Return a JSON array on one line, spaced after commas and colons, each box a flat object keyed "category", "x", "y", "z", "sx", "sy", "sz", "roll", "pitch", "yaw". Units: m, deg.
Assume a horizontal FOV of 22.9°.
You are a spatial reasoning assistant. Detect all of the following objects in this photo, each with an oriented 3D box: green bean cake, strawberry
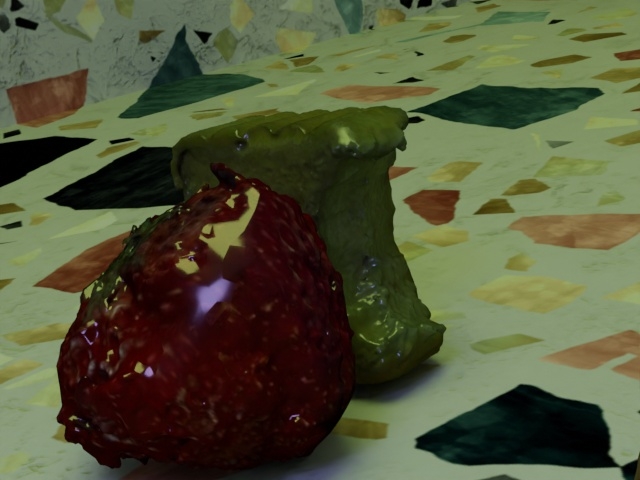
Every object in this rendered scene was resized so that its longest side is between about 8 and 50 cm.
[{"category": "green bean cake", "x": 0.000, "y": 0.000, "z": 1.406, "sx": 0.233, "sy": 0.236, "sz": 0.124, "roll": 2, "pitch": 18, "yaw": 40}, {"category": "strawberry", "x": -0.082, "y": 0.084, "z": 1.261, "sx": 0.274, "sy": 0.220, "sz": 0.274, "roll": -48, "pitch": 9, "yaw": 10}]

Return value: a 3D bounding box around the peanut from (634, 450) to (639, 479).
[{"category": "peanut", "x": 0.237, "y": 0.106, "z": 0.890, "sx": 0.122, "sy": 0.137, "sz": 0.253, "roll": -48, "pitch": 9, "yaw": 31}]
